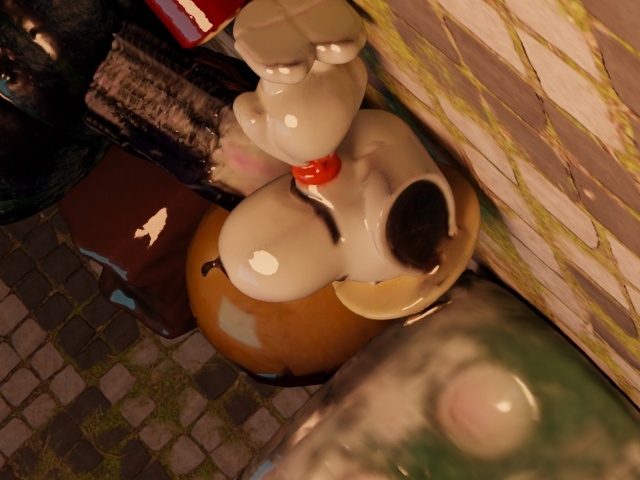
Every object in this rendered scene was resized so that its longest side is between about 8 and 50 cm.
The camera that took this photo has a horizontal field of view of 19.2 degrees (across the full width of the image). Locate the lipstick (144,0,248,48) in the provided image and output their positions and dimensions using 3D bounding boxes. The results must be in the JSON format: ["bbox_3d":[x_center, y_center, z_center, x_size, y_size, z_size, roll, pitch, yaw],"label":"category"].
[{"bbox_3d":[-0.158,-0.265,1.534,0.241,0.080,0.080,47,176,-14],"label":"lipstick"}]

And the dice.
[{"bbox_3d":[0.133,0.248,1.751,0.348,0.328,0.330,47,176,3],"label":"dice"}]

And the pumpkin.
[{"bbox_3d":[-0.311,-0.188,1.910,0.266,0.363,0.363,41,176,0],"label":"pumpkin"}]

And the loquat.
[{"bbox_3d":[-0.015,0.033,1.880,0.235,0.235,0.235,46,176,4],"label":"loquat"}]

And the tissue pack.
[{"bbox_3d":[-0.047,-0.076,1.625,0.245,0.123,0.332,25,-174,-29],"label":"tissue pack"}]

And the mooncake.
[{"bbox_3d":[-0.151,-0.026,2.202,0.174,0.334,0.326,43,135,21],"label":"mooncake"}]

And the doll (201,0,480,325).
[{"bbox_3d":[0.027,-0.056,1.352,0.144,0.208,0.271,-123,32,-41],"label":"doll"}]
